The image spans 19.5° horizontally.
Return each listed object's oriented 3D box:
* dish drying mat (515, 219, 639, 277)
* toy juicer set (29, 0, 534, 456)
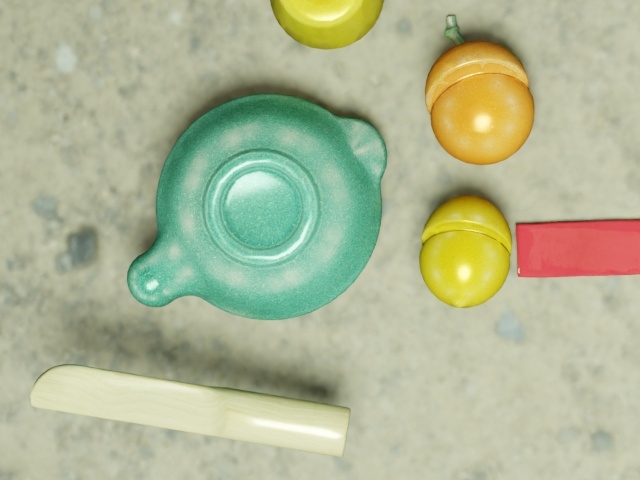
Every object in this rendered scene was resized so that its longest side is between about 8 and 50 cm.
[{"bbox_3d":[0.155,0.005,1.079,0.083,0.008,0.032,-2,91,19],"label":"dish drying mat"},{"bbox_3d":[0.000,0.000,1.095,0.209,0.089,0.329,30,93,2],"label":"toy juicer set"}]
